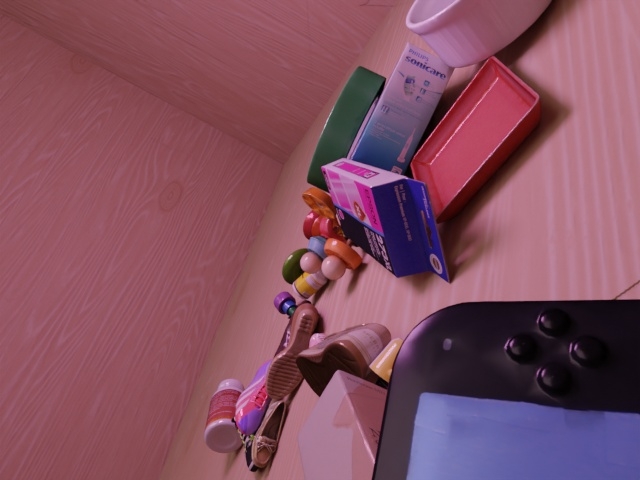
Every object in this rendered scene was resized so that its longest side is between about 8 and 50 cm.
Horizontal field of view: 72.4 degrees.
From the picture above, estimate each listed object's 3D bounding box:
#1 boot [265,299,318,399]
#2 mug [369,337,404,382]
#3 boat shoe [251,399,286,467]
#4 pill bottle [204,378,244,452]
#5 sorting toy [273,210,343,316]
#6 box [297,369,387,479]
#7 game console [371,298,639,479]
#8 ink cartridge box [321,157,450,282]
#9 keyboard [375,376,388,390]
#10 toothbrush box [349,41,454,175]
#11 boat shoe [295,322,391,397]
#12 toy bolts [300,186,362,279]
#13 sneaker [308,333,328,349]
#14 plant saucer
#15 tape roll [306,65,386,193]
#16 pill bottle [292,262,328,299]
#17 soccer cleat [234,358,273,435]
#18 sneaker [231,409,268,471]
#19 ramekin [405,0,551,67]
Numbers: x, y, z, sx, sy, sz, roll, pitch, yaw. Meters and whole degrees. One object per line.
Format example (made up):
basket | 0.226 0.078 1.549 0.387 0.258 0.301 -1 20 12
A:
boot | -0.071 0.284 1.179 0.207 0.090 0.249 159 135 -86
mug | 0.122 0.189 0.675 0.064 0.062 0.078 -56 20 -3
boat shoe | -0.121 0.462 1.053 0.048 0.056 0.153 -51 12 54
pill bottle | -0.289 0.538 1.367 0.121 0.121 0.216 -60 15 15
sorting toy | -0.023 0.083 1.325 0.126 0.127 0.366 36 104 45
box | 0.078 0.290 0.479 0.121 0.147 0.311 -61 16 6
game console | 0.169 0.204 0.206 0.341 0.060 0.387 -10 51 38
ink cartridge box | 0.105 -0.048 0.829 0.069 0.176 0.371 -24 21 -11
keyboard | 0.072 0.313 0.703 0.180 0.023 0.108 -63 21 0
toothbrush box | 0.177 -0.275 1.052 0.296 0.126 0.216 -63 1 0
boat shoe | 0.039 0.228 0.838 0.098 0.109 0.302 -30 -11 -30
toy bolts | 0.000 0.000 1.125 0.159 0.218 0.228 -53 5 -14
sneaker | 0.005 0.238 0.996 0.134 0.050 0.070 131 154 -56
plant saucer | 0.271 -0.177 0.791 0.259 0.047 0.259 -56 17 32
tape roll | 0.067 -0.280 1.134 0.321 0.077 0.322 25 -90 -87
pill bottle | -0.020 0.111 1.251 0.116 0.065 0.065 -42 22 22
soccer cleat | -0.150 0.396 1.149 0.095 0.083 0.248 -41 8 23
sneaker | -0.193 0.500 1.147 0.084 0.097 0.235 -61 15 10
ramekin | 0.317 -0.476 0.855 0.277 0.135 0.277 -39 28 25
